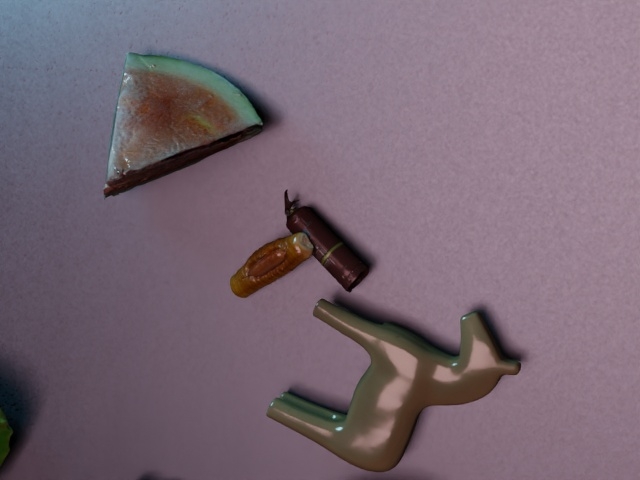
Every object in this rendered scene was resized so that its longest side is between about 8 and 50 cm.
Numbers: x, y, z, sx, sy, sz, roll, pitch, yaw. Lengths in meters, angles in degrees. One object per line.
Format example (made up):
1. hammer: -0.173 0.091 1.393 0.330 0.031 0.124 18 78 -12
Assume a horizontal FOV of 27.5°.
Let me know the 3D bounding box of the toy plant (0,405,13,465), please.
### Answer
1. toy plant: -0.559 0.200 1.692 0.316 0.184 0.224 42 106 24

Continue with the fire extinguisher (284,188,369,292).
1. fire extinguisher: 0.000 0.000 1.514 0.132 0.039 0.056 46 149 14

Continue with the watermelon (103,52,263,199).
1. watermelon: -0.170 -0.102 1.503 0.207 0.202 0.136 6 141 20

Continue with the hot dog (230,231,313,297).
1. hot dog: -0.062 0.028 1.529 0.137 0.028 0.044 -30 85 42

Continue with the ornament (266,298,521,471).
1. ornament: 0.087 0.160 1.505 0.245 0.061 0.230 26 105 14
